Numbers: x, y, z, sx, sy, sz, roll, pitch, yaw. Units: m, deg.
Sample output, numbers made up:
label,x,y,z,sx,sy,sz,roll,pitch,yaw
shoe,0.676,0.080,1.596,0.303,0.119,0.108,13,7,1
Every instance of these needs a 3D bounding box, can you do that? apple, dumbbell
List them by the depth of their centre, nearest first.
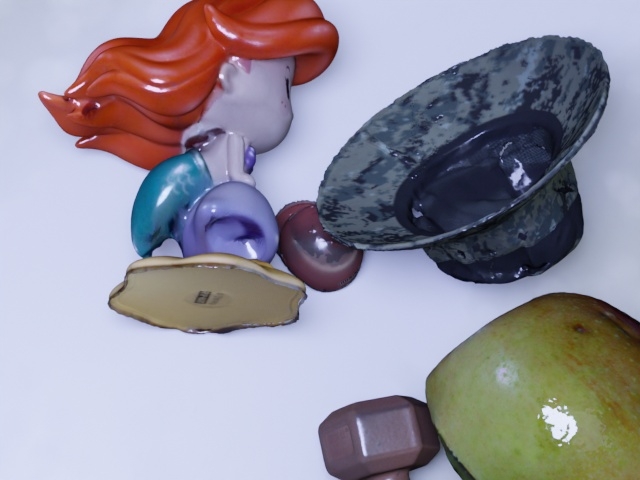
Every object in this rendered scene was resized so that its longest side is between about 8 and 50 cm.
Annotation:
label,x,y,z,sx,sy,sz,roll,pitch,yaw
dumbbell,0.064,0.234,1.268,0.082,0.092,0.231,-3,73,-38
apple,0.188,0.134,1.276,0.207,0.174,0.188,-36,85,-31

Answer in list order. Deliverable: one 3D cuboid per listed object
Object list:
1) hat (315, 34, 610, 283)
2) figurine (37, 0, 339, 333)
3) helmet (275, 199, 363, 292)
label,x,y,z,sx,sy,sz,roll,pitch,yaw
hat,0.133,-0.035,1.317,0.265,0.265,0.128,-37,115,-16
figurine,-0.095,-0.075,1.283,0.208,0.181,0.257,-9,67,24
helmet,-0.001,-0.001,1.338,0.084,0.049,0.065,44,75,4
